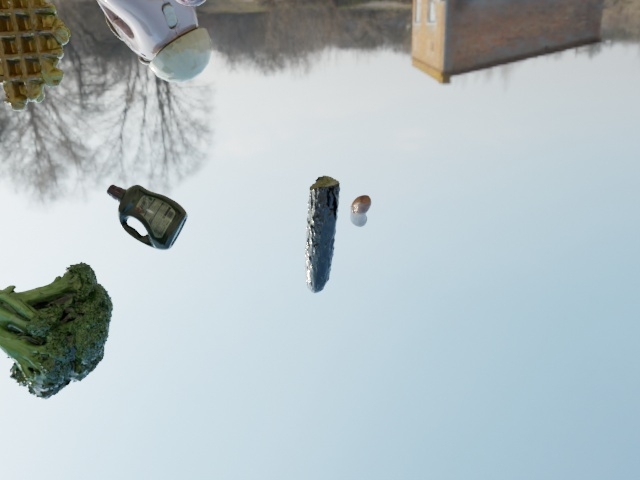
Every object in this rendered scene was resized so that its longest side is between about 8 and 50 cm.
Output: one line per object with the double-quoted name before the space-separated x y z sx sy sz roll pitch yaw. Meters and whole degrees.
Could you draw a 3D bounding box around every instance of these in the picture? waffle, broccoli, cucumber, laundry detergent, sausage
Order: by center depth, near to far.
"waffle" -0.438 -0.297 0.841 0.161 0.192 0.046 -39 -174 17
"broccoli" -0.590 0.187 1.293 0.308 0.275 0.307 -29 -141 27
"sausage" 0.088 -0.063 1.321 0.043 0.043 0.186 -1 169 1
"cucumber" 0.000 0.000 1.411 0.072 0.303 0.081 2 -156 -6
"laundry detergent" -0.484 -0.073 1.612 0.222 0.144 0.078 27 -176 -4

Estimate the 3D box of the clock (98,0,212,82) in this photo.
"clock" -0.383 -0.517 1.247 0.184 0.325 0.342 -35 -124 -7

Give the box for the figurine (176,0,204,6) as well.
"figurine" -0.206 -0.405 0.934 0.071 0.067 0.083 -40 -134 -19
